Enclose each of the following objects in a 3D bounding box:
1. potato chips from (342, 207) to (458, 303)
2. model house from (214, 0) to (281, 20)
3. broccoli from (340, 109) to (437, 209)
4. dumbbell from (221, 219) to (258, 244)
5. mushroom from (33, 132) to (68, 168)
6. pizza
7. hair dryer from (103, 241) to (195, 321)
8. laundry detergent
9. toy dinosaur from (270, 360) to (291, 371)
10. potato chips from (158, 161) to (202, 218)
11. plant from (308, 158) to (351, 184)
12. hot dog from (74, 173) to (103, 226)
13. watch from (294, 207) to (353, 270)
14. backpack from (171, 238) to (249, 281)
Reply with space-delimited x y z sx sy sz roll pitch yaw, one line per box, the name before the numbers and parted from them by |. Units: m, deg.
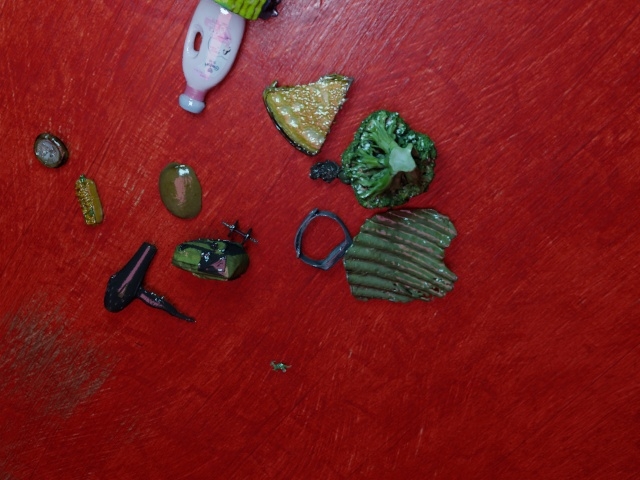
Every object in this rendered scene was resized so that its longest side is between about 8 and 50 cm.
potato chips | 0.274 0.073 1.789 0.390 0.097 0.373 -4 113 5
model house | -0.202 -0.740 1.362 0.216 0.303 0.237 32 114 -2
broccoli | 0.214 -0.244 1.568 0.308 0.275 0.307 0 89 -2
dumbbell | -0.283 -0.028 1.804 0.147 0.069 0.069 30 113 -9
mushroom | -0.913 -0.306 1.742 0.123 0.052 0.123 3 110 10
pizza | -0.053 -0.431 1.602 0.251 0.074 0.287 28 112 -8
hair dryer | -0.607 0.196 1.939 0.359 0.120 0.303 34 98 -21
laundry detergent | -0.346 -0.554 1.563 0.159 0.088 0.335 27 114 -2
toy dinosaur | -0.162 0.500 2.059 0.083 0.021 0.062 -41 92 21
potato chips | -0.487 -0.168 1.771 0.150 0.049 0.201 2 108 -2
plant | 0.047 -0.221 1.690 0.174 0.087 0.085 11 144 5
hot dog | -0.816 -0.138 1.807 0.072 0.055 0.188 -3 115 8
watch | 0.000 0.000 1.797 0.193 0.068 0.206 44 107 -10
backpack | -0.384 0.059 1.784 0.253 0.207 0.140 10 93 10
